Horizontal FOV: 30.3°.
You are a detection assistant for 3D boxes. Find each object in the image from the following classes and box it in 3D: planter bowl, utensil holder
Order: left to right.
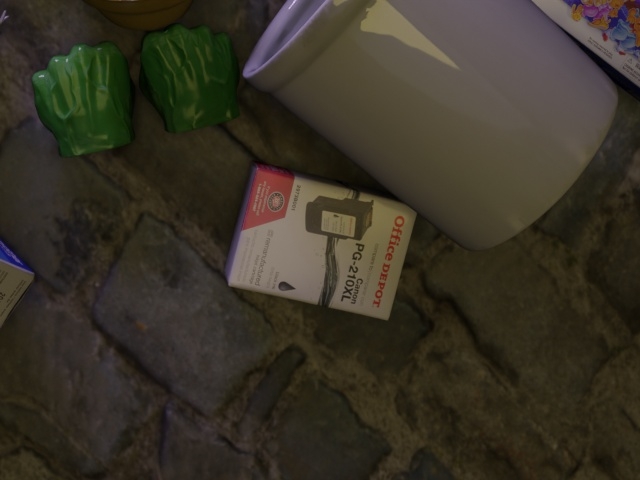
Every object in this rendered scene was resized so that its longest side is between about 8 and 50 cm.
[{"bbox_3d":[-0.233,-0.340,1.557,0.217,0.217,0.090,-11,135,-7],"label":"planter bowl"},{"bbox_3d":[0.145,-0.216,1.545,0.385,0.327,0.327,40,91,-14],"label":"utensil holder"}]

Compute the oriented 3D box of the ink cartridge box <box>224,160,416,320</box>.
[{"bbox_3d":[0.000,0.000,1.668,0.237,0.100,0.172,13,98,-11],"label":"ink cartridge box"}]

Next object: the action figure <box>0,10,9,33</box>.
[{"bbox_3d":[-0.525,-0.233,1.523,0.285,0.185,0.099,-24,69,10],"label":"action figure"}]

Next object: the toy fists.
[{"bbox_3d":[-0.247,-0.213,1.600,0.279,0.096,0.142,-13,109,-8],"label":"toy fists"}]

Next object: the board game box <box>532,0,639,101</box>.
[{"bbox_3d":[0.412,-0.386,1.681,0.347,0.078,0.233,34,93,-12],"label":"board game box"}]

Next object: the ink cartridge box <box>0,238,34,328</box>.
[{"bbox_3d":[-0.556,0.077,1.486,0.270,0.151,0.395,-54,140,3],"label":"ink cartridge box"}]
